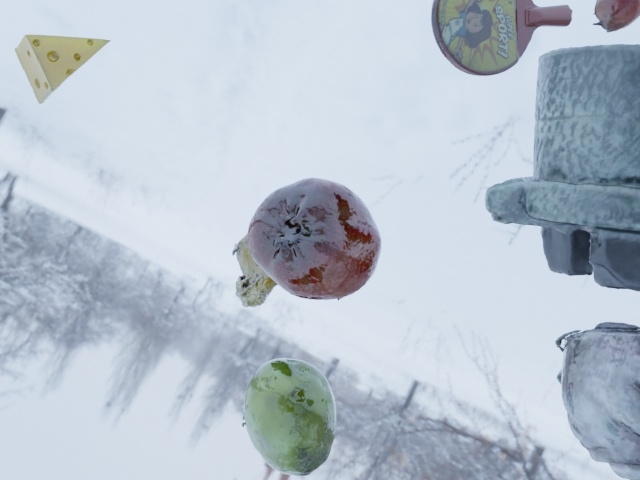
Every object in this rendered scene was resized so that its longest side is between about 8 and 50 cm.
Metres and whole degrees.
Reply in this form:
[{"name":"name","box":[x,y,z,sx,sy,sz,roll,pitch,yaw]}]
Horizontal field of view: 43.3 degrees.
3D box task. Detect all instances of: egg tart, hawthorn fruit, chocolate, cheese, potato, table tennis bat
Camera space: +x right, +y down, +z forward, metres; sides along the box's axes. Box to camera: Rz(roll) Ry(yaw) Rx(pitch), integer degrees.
[{"name":"egg tart","box":[-0.094,0.000,1.881,0.150,0.352,0.352,41,169,-3]},{"name":"hawthorn fruit","box":[0.000,0.000,1.071,0.169,0.169,0.188,22,-178,26]},{"name":"chocolate","box":[0.516,0.274,1.275,0.304,0.212,0.303,11,161,4]},{"name":"cheese","box":[-0.526,-0.381,1.690,0.093,0.171,0.126,-17,100,53]},{"name":"potato","box":[-0.064,0.391,1.783,0.216,0.216,0.304,20,140,34]},{"name":"hawthorn fruit","box":[0.512,-0.402,1.393,0.081,0.093,0.081,31,-167,-8]},{"name":"table tennis bat","box":[0.435,-0.532,1.932,0.415,0.267,0.051,-9,-169,-28]}]

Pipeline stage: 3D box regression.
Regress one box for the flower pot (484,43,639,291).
[{"name":"flower pot","box":[0.353,-0.082,0.977,0.299,0.282,0.299,1,-173,0]}]

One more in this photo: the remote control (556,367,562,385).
[{"name":"remote control","box":[0.604,0.293,1.858,0.072,0.042,0.222,47,-146,18]}]
